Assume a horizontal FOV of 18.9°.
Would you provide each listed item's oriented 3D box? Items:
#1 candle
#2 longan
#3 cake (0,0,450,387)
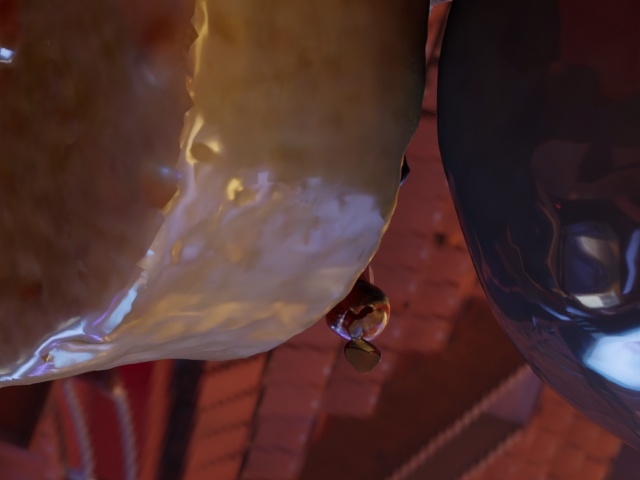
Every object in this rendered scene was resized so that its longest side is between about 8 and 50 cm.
[{"bbox_3d":[0.000,0.000,1.499,0.048,0.051,0.329,62,-1,-29],"label":"candle"},{"bbox_3d":[0.196,-0.047,0.763,0.319,0.319,0.319,19,90,-88],"label":"longan"},{"bbox_3d":[-0.054,-0.101,0.898,0.321,0.332,0.332,-7,124,-46],"label":"cake"}]
